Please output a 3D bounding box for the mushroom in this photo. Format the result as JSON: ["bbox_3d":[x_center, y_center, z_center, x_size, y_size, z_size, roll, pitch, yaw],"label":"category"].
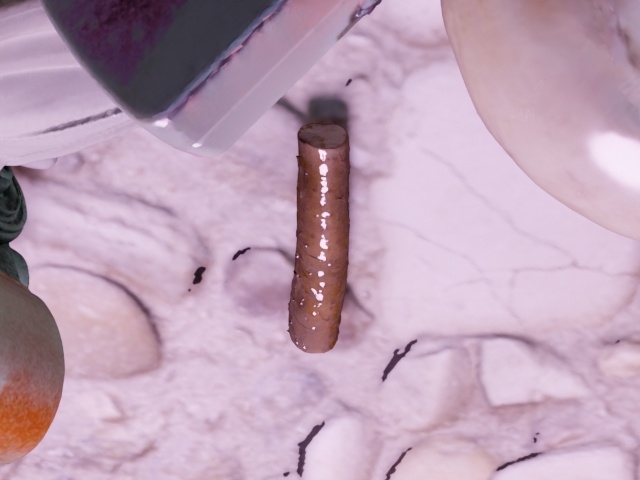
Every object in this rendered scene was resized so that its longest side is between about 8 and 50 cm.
[{"bbox_3d":[0.154,-0.118,0.693,0.246,0.202,0.246,-3,97,-22],"label":"mushroom"}]

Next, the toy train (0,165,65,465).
[{"bbox_3d":[-0.225,0.005,0.822,0.116,0.177,0.285,-31,145,15],"label":"toy train"}]

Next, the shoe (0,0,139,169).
[{"bbox_3d":[-0.154,-0.088,0.768,0.316,0.124,0.159,-9,154,-22],"label":"shoe"}]

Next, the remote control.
[{"bbox_3d":[0.033,-0.185,0.614,0.344,0.145,0.050,-44,145,14],"label":"remote control"}]

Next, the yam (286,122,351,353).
[{"bbox_3d":[0.000,0.000,0.926,0.032,0.032,0.145,6,133,3],"label":"yam"}]
